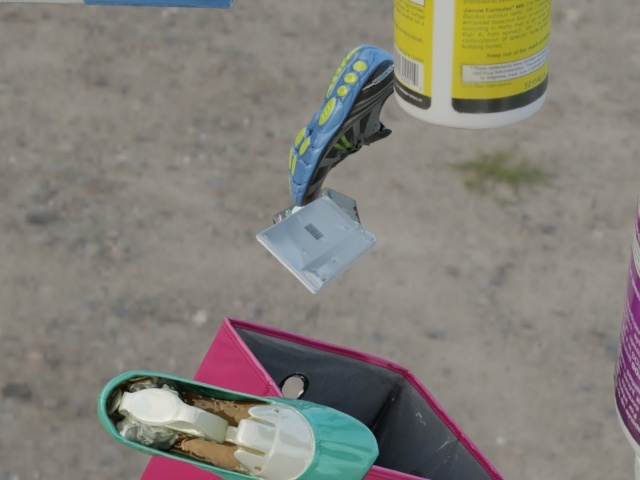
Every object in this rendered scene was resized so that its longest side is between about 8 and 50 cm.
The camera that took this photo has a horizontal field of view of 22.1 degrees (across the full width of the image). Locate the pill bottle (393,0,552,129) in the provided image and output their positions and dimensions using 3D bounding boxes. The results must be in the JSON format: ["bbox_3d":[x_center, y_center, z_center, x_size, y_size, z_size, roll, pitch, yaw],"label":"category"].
[{"bbox_3d":[0.113,-0.198,1.211,0.119,0.209,0.119,-1,31,0],"label":"pill bottle"}]

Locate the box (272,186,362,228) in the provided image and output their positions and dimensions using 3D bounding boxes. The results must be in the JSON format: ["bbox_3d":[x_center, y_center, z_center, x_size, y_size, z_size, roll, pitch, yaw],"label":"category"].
[{"bbox_3d":[-0.003,-0.016,1.909,0.062,0.083,0.052,24,47,-51],"label":"box"}]

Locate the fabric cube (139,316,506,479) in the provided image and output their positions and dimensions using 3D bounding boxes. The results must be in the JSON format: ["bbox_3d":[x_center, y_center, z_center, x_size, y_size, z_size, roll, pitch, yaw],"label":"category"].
[{"bbox_3d":[-0.008,0.270,1.639,0.254,0.258,0.259,17,19,-34],"label":"fabric cube"}]

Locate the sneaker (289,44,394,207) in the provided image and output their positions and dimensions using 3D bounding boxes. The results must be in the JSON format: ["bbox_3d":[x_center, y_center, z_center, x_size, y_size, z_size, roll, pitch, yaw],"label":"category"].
[{"bbox_3d":[0.026,-0.104,1.619,0.078,0.188,0.067,21,27,-24],"label":"sneaker"}]

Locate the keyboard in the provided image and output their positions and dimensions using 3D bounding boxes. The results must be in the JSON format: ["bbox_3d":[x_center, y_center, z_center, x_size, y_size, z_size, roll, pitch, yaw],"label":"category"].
[{"bbox_3d":[0.000,0.000,1.503,0.072,0.014,0.256,39,15,5],"label":"keyboard"}]

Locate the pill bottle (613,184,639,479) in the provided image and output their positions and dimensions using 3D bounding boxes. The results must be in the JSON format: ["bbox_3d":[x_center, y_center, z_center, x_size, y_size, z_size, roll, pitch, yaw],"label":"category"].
[{"bbox_3d":[0.272,0.061,1.022,0.169,0.302,0.169,-1,45,1],"label":"pill bottle"}]

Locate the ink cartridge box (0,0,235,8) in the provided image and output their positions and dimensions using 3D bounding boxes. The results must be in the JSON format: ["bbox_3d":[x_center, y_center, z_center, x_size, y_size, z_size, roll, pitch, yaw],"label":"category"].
[{"bbox_3d":[-0.188,-0.309,1.329,0.223,0.129,0.307,-1,33,-9],"label":"ink cartridge box"}]

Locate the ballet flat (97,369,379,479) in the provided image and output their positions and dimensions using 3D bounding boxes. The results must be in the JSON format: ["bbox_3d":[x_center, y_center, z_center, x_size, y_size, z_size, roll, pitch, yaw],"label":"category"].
[{"bbox_3d":[-0.078,0.162,1.366,0.247,0.083,0.087,11,-7,16],"label":"ballet flat"}]
